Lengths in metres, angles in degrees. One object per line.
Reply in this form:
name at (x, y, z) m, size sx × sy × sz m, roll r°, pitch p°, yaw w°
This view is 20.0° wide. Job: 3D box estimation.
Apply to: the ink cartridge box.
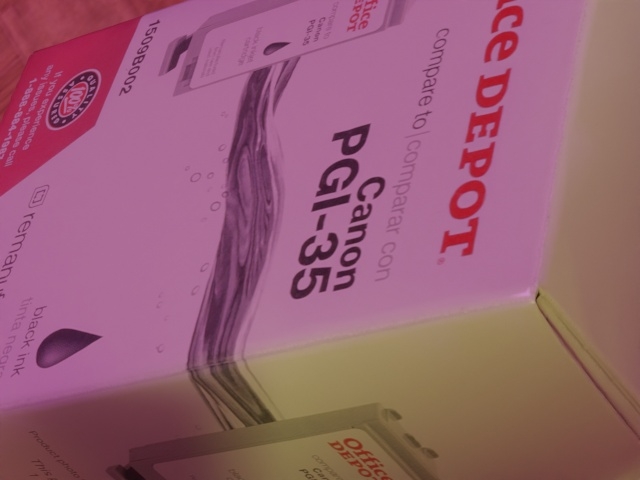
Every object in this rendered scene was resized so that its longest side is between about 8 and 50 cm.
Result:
ink cartridge box at (0.000, 0.000, 0.664) m, size 0.283 × 0.117 × 0.207 m, roll -14°, pitch 43°, yaw 33°
